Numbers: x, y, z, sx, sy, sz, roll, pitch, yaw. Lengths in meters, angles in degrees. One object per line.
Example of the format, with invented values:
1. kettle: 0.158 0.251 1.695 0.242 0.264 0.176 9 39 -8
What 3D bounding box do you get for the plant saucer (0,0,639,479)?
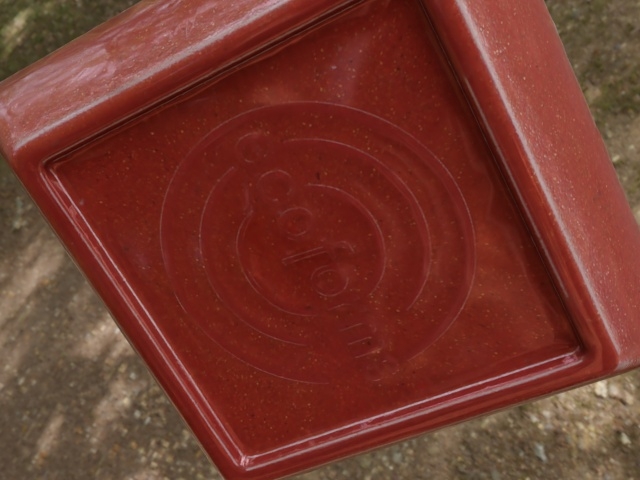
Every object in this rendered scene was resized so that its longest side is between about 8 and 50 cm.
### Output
1. plant saucer: 0.000 0.000 0.378 0.259 0.258 0.047 -23 19 19
